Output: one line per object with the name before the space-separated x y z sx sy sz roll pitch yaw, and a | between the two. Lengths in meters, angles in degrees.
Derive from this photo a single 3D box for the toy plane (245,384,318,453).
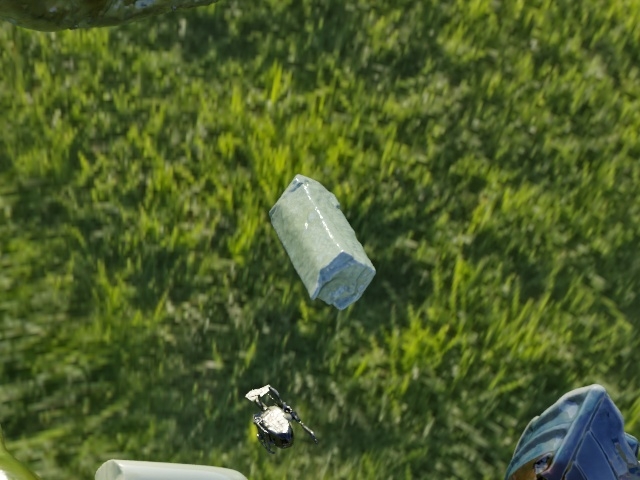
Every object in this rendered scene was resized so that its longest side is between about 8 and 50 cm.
toy plane | -0.050 0.189 1.614 0.049 0.031 0.121 -26 34 -19

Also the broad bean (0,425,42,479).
broad bean | -0.185 0.218 0.877 0.067 0.075 0.325 9 40 -24

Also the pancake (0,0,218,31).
pancake | -0.075 -0.179 0.824 0.253 0.253 0.037 -17 76 -15

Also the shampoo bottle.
shampoo bottle | -0.080 0.183 1.073 0.152 0.077 0.045 10 67 -20

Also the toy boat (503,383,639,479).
toy boat | 0.216 0.230 1.263 0.129 0.309 0.142 24 50 28

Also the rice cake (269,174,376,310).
rice cake | 0.000 0.000 1.646 0.063 0.069 0.206 29 16 -31
